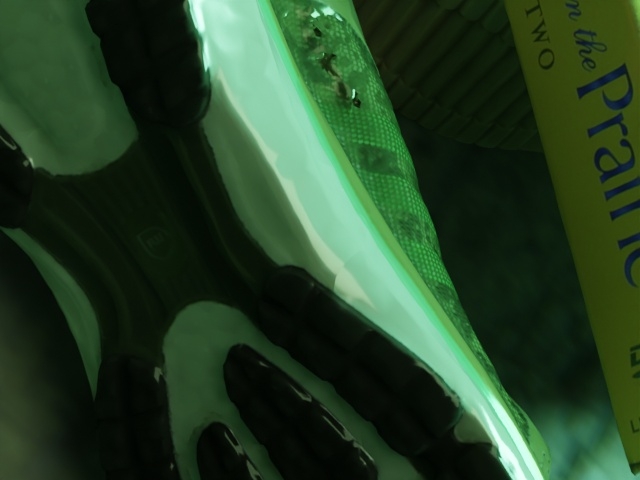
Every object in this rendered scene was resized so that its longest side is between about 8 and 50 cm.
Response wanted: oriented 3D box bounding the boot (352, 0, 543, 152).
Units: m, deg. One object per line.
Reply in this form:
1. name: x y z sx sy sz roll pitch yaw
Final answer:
1. boot: 0.095 -0.140 0.776 0.248 0.090 0.206 20 54 -32

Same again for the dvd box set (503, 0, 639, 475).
1. dvd box set: 0.184 -0.121 0.738 0.308 0.062 0.420 1 70 -44

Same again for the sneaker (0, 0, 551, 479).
1. sneaker: 0.000 0.000 0.617 0.410 0.158 0.182 65 32 -11
